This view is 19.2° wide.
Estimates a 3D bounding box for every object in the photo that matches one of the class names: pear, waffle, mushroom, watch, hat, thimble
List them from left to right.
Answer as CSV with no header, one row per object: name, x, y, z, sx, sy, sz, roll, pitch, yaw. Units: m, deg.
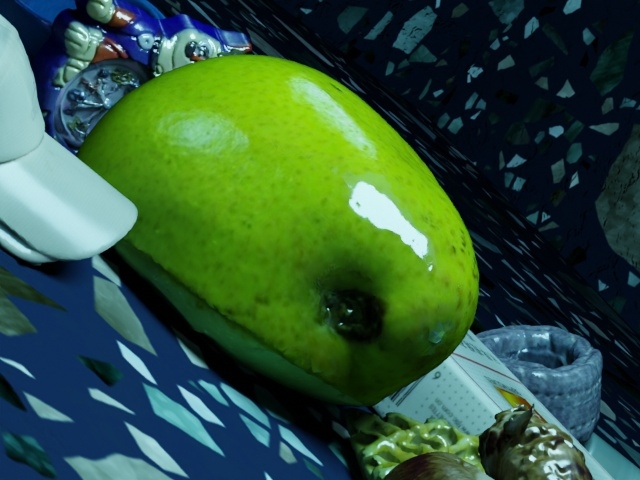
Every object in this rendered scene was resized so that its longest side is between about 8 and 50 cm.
hat,-0.230,-0.095,1.426,0.226,0.164,0.219,17,17,-13
watch,-0.209,-0.173,1.726,0.196,0.171,0.200,16,23,-38
pear,0.000,0.000,1.615,0.342,0.238,0.318,31,6,-47
waffle,0.124,0.209,1.572,0.204,0.054,0.223,13,17,-16
mushroom,0.150,0.248,1.337,0.297,0.163,0.278,34,21,-37
thimble,0.231,0.159,2.048,0.150,0.098,0.150,2,21,-1

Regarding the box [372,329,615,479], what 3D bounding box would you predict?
box,0.155,0.181,1.821,0.330,0.095,0.210,46,10,30

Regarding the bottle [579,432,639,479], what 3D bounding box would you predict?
bottle,0.376,0.324,2.088,0.286,0.082,0.082,39,10,-11
